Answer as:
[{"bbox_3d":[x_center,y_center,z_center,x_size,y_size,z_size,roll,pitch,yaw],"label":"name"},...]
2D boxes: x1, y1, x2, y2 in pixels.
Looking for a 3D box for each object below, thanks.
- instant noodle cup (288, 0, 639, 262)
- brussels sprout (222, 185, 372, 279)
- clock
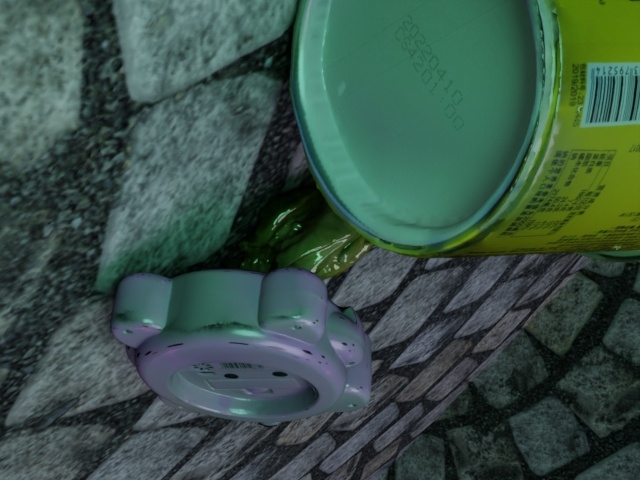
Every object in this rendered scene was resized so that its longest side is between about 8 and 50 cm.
[{"bbox_3d":[0.148,-0.124,0.606,0.254,0.325,0.325,-10,142,-36],"label":"instant noodle cup"},{"bbox_3d":[-0.001,-0.003,0.820,0.181,0.100,0.139,-41,165,-14],"label":"brussels sprout"},{"bbox_3d":[-0.071,0.102,0.770,0.228,0.090,0.248,-3,151,10],"label":"clock"}]
